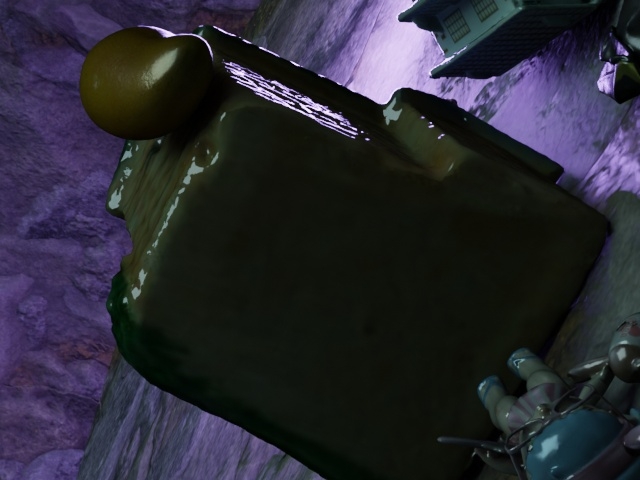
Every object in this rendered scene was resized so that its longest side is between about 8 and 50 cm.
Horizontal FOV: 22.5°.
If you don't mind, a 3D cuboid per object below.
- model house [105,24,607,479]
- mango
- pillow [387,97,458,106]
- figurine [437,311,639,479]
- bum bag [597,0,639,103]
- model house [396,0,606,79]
[{"bbox_3d":[0.000,0.000,1.511,0.335,0.382,0.342,-60,19,11],"label":"model house"},{"bbox_3d":[-0.143,-0.133,1.356,0.184,0.085,0.102,8,73,56],"label":"mango"},{"bbox_3d":[0.080,-0.078,1.987,0.236,0.084,0.223,-61,13,1],"label":"pillow"},{"bbox_3d":[0.195,0.135,1.205,0.205,0.103,0.260,-28,13,-2],"label":"figurine"},{"bbox_3d":[0.306,-0.225,1.442,0.106,0.060,0.232,-10,51,64],"label":"bum bag"},{"bbox_3d":[0.184,-0.299,1.709,0.198,0.215,0.224,-28,-2,-25],"label":"model house"}]
